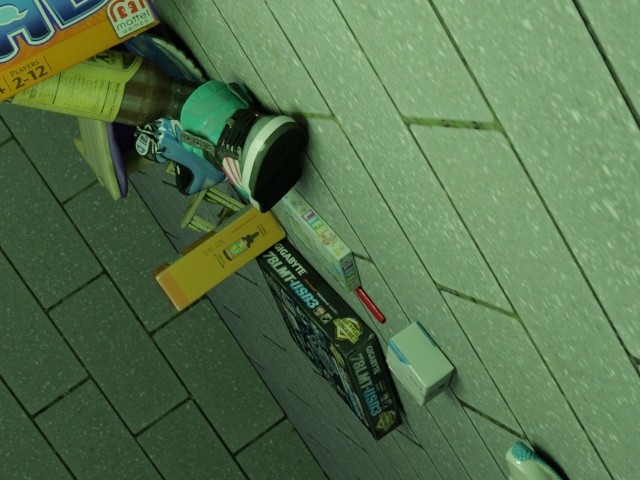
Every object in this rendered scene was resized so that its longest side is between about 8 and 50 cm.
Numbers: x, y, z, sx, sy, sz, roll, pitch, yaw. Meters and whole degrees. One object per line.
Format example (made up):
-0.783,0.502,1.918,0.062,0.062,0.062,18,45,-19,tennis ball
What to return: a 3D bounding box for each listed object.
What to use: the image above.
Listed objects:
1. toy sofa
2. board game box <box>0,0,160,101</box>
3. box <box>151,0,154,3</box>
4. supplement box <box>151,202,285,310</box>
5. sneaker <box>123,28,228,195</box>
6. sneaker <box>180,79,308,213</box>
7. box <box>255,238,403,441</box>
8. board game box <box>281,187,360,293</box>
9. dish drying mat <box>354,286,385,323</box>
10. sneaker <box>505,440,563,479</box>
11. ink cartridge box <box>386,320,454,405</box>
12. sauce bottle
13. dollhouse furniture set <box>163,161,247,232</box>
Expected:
-0.344,-0.249,2.131,0.177,0.150,0.363,51,157,30,toy sofa
-0.482,-0.432,1.648,0.356,0.356,0.356,58,173,42,board game box
-0.375,-0.378,1.890,0.103,0.203,0.114,48,165,38,box
-0.179,0.024,2.179,0.078,0.233,0.080,57,172,-11,supplement box
-0.243,-0.200,2.012,0.130,0.147,0.330,40,161,51,sneaker
-0.111,-0.151,1.705,0.178,0.124,0.295,44,169,6,sneaker
0.018,0.178,2.226,0.293,0.073,0.295,45,165,38,box
0.000,0.000,1.899,0.154,0.026,0.103,48,167,30,board game box
0.072,0.094,1.925,0.083,0.008,0.032,52,168,14,dish drying mat
0.279,0.353,1.612,0.087,0.092,0.229,43,163,51,sneaker
0.140,0.177,1.772,0.088,0.052,0.122,52,167,16,ink cartridge box
-0.318,-0.232,1.854,0.111,0.344,0.111,-171,90,-66,sauce bottle
-0.227,-0.063,2.283,0.182,0.101,0.161,30,175,-15,dollhouse furniture set
